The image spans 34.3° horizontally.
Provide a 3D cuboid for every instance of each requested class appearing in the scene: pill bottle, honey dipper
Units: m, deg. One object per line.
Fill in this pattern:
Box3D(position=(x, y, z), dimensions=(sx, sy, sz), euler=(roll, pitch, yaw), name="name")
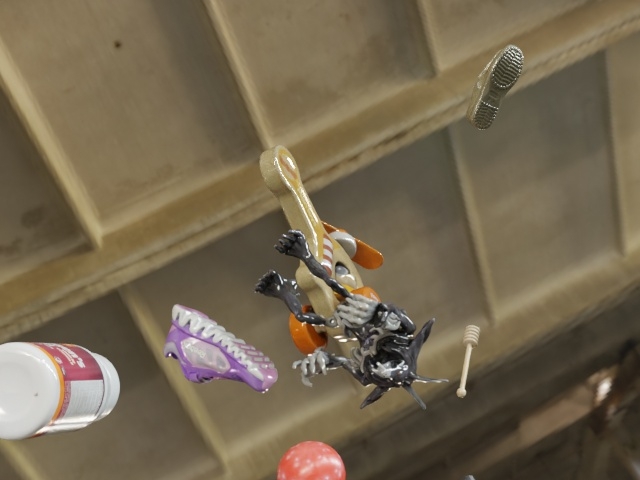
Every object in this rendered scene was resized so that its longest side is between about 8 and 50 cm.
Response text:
Box3D(position=(-0.356, 0.196, 1.372), dimensions=(0.121, 0.121, 0.221), euler=(-35, -12, 7), name="pill bottle")
Box3D(position=(0.284, 0.236, 2.021), dimensions=(0.030, 0.160, 0.030), euler=(11, -40, 10), name="honey dipper")

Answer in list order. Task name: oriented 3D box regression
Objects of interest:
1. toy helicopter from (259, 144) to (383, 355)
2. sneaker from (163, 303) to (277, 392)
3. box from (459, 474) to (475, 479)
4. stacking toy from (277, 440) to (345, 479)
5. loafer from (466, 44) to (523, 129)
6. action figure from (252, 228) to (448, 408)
Box3D(position=(0.000, 0.000, 1.728), dimensions=(0.140, 0.355, 0.235), euler=(-19, 15, 25), name="toy helicopter")
Box3D(position=(-0.176, 0.203, 1.745), dimensions=(0.104, 0.236, 0.095), euler=(-61, -32, -1), name="sneaker")
Box3D(position=(0.216, 0.373, 0.654), dimensions=(0.097, 0.318, 0.395), euler=(-40, -77, 2), name="box")
Box3D(position=(0.009, 0.414, 1.402), dimensions=(0.141, 0.141, 0.330), euler=(-17, -62, -20), name="stacking toy")
Box3D(position=(0.272, -0.248, 1.662), dimensions=(0.056, 0.050, 0.148), euler=(33, -96, -28), name="loafer")
Box3D(position=(0.032, 0.118, 1.345), dimensions=(0.164, 0.276, 0.141), euler=(-56, -18, 22), name="action figure")
